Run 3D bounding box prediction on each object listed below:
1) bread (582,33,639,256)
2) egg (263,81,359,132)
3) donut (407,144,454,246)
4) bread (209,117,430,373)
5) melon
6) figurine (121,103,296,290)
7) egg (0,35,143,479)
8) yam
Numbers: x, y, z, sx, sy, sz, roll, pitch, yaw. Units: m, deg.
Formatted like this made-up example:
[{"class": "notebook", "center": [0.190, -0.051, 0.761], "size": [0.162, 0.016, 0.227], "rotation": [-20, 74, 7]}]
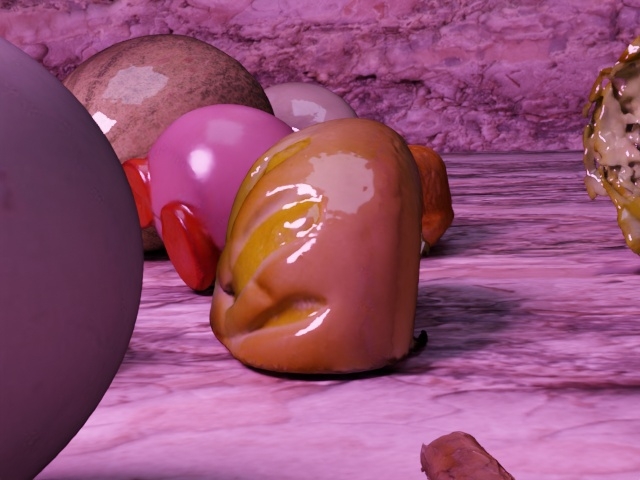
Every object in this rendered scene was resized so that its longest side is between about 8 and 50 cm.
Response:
[{"class": "bread", "center": [0.404, -0.101, 1.017], "size": [0.208, 0.251, 0.376], "rotation": [-16, 1, 34]}, {"class": "egg", "center": [-0.035, -0.127, 1.432], "size": [0.186, 0.187, 0.253], "rotation": [-8, 9, -34]}, {"class": "donut", "center": [0.034, -0.045, 1.122], "size": [0.226, 0.114, 0.226], "rotation": [-3, 7, 0]}, {"class": "bread", "center": [0.001, -0.010, 0.741], "size": [0.158, 0.156, 0.261], "rotation": [0, 8, 6]}, {"class": "melon", "center": [-0.184, -0.108, 1.153], "size": [0.248, 0.249, 0.329], "rotation": [1, 12, 20]}, {"class": "figurine", "center": [-0.083, -0.046, 0.963], "size": [0.173, 0.173, 0.173], "rotation": [-2, 8, 0]}, {"class": "egg", "center": [-0.236, 0.021, 0.336], "size": [0.370, 0.230, 0.230], "rotation": [-9, 11, -35]}, {"class": "yam", "center": [0.066, 0.105, 0.383], "size": [0.032, 0.032, 0.145], "rotation": [-3, 10, -6]}]
